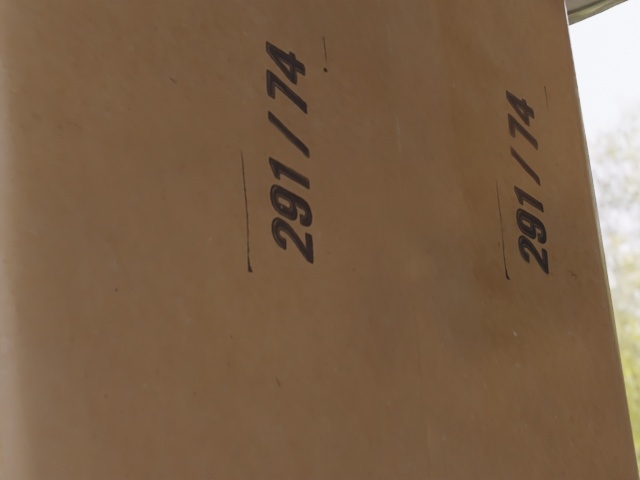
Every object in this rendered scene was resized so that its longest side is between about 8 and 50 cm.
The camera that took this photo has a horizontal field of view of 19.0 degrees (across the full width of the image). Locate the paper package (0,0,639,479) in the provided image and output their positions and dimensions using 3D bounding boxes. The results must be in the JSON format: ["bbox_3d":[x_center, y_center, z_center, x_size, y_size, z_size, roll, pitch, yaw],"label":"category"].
[{"bbox_3d":[-0.051,-0.007,0.562,0.168,0.325,0.309,-20,-24,31],"label":"paper package"}]

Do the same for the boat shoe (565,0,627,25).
[{"bbox_3d":[0.206,-0.249,0.926,0.500,0.187,0.156,-28,-32,-33],"label":"boat shoe"}]
